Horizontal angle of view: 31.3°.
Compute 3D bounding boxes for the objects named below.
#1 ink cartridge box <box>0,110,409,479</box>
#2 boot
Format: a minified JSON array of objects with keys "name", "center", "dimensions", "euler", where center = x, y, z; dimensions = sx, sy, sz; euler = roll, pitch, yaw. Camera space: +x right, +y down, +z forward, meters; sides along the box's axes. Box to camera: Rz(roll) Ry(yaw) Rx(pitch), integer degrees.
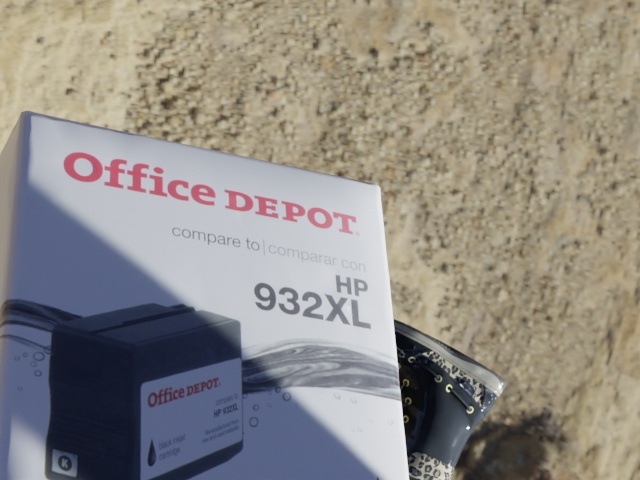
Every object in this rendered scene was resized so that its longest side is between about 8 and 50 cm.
[{"name":"ink cartridge box","center":[-0.077,0.106,0.613],"dimensions":[0.223,0.129,0.307],"euler":[11,58,-24]},{"name":"boot","center":[0.111,0.211,1.522],"dimensions":[0.236,0.085,0.179],"euler":[28,83,-5]}]
